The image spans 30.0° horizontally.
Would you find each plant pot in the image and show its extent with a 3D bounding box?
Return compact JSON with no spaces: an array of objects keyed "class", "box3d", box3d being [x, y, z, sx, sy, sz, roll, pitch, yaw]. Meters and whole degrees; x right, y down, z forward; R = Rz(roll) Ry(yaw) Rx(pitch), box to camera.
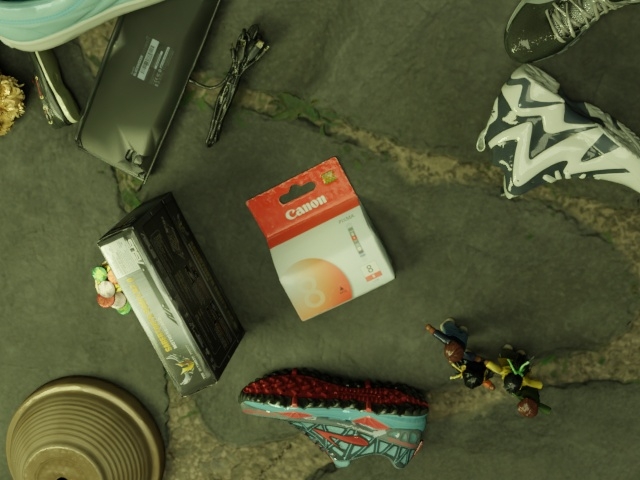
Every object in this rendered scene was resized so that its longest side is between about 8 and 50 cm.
[{"class":"plant pot","box3d":[-0.350,0.324,1.713,0.237,0.110,0.237,2,108,7]}]

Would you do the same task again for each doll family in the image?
[{"class":"doll family","box3d":[0.221,0.167,1.572,0.193,0.111,0.076,20,109,3]}]

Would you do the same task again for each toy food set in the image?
[{"class":"toy food set","box3d":[-0.277,0.062,1.668,0.083,0.020,0.083,-15,104,13]}]

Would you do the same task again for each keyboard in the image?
[{"class":"keyboard","box3d":[-0.187,-0.220,1.564,0.202,0.033,0.317,28,110,7]}]

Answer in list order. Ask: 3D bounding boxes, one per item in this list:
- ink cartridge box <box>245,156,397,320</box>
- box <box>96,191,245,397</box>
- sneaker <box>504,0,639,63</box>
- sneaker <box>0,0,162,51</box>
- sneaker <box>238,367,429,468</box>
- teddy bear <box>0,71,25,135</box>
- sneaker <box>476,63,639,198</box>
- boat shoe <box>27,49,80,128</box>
[{"class":"ink cartridge box","box3d":[0.000,0.000,1.594,0.145,0.045,0.179,-26,103,15]},{"class":"box","box3d":[-0.191,0.066,1.571,0.056,0.183,0.231,-24,102,14]},{"class":"sneaker","box3d":[0.313,-0.286,1.410,0.229,0.132,0.086,-36,98,17]},{"class":"sneaker","box3d":[-0.253,-0.350,1.440,0.366,0.150,0.135,-33,82,3]},{"class":"sneaker","box3d":[0.012,0.258,1.639,0.262,0.104,0.125,8,110,7]},{"class":"teddy bear","box3d":[-0.524,-0.277,1.559,0.245,0.113,0.338,-7,105,13]},{"class":"sneaker","box3d":[0.300,-0.096,1.496,0.235,0.094,0.153,31,118,-10]},{"class":"boat shoe","box3d":[-0.364,-0.212,1.584,0.042,0.049,0.133,-19,100,18]}]
